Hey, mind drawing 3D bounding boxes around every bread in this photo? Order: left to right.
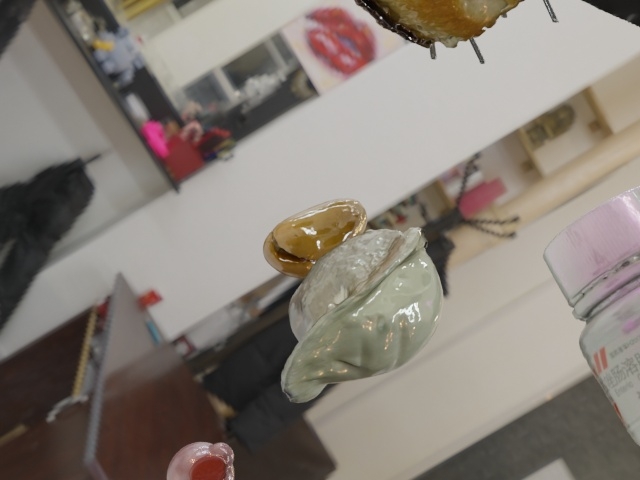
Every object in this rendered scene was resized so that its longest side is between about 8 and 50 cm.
[{"bbox_3d":[0.000,0.000,1.547,0.077,0.114,0.189,52,34,10],"label":"bread"}]

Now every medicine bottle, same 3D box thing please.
[{"bbox_3d":[0.483,0.105,1.654,0.325,0.256,0.256,62,4,17],"label":"medicine bottle"}]

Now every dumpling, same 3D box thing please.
[{"bbox_3d":[0.030,0.084,1.348,0.175,0.227,0.243,30,-31,38],"label":"dumpling"}]

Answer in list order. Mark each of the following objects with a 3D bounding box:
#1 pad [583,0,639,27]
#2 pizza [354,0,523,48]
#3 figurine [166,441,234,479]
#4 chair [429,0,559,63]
[{"bbox_3d":[0.225,-0.157,0.442,0.163,0.243,0.004,20,44,-6],"label":"pad"},{"bbox_3d":[0.124,-0.350,1.166,0.391,0.435,0.080,8,59,-37],"label":"pizza"},{"bbox_3d":[-0.117,0.232,1.164,0.067,0.083,0.071,39,8,-2],"label":"figurine"},{"bbox_3d":[0.229,-0.421,1.824,0.172,0.158,0.247,-3,74,-44],"label":"chair"}]
